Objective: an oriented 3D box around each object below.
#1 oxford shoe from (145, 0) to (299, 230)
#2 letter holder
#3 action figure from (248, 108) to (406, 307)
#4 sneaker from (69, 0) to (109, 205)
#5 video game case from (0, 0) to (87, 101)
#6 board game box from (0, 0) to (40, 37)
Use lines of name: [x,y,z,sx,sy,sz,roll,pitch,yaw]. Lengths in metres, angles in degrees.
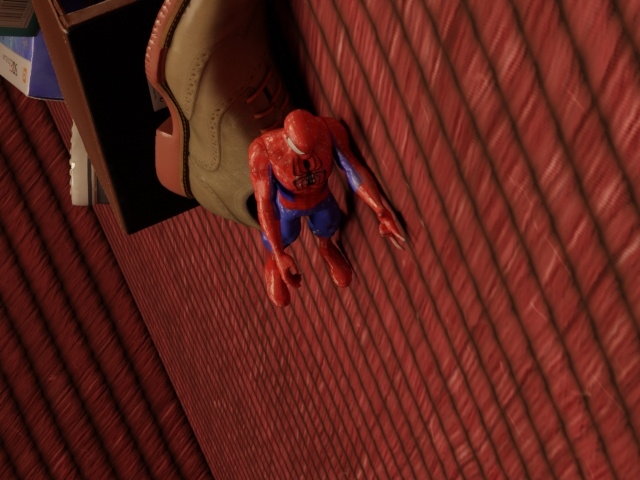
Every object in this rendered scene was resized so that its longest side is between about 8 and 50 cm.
oxford shoe: [-0.058,-0.125,1.352,0.130,0.123,0.348,34,157,14]
letter holder: [-0.180,-0.193,1.571,0.302,0.152,0.214,82,161,-54]
action figure: [0.000,0.000,1.328,0.280,0.091,0.139,86,163,-62]
sneaker: [-0.215,-0.177,1.854,0.126,0.127,0.321,99,169,-60]
video game case: [-0.304,-0.302,1.814,0.244,0.061,0.269,-148,63,-67]
board game box: [-0.339,-0.413,1.684,0.336,0.079,0.254,58,132,32]
